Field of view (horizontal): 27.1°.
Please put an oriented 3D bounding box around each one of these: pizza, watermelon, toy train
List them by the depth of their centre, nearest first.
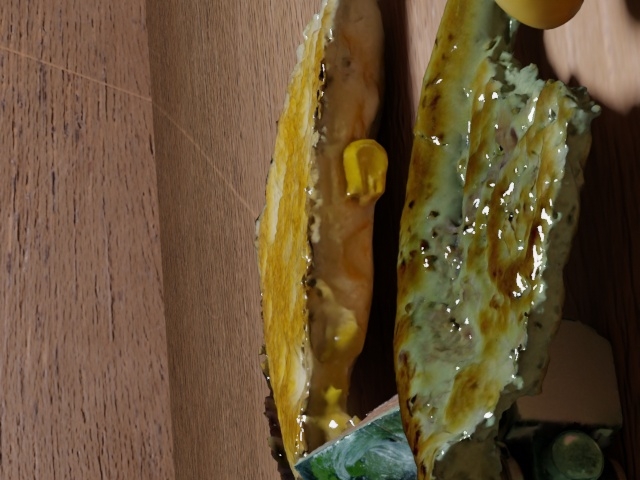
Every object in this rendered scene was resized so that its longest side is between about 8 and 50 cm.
[{"bbox_3d":[0.107,0.129,0.736,0.194,0.080,0.125,113,160,-57],"label":"toy train"},{"bbox_3d":[0.059,0.136,0.863,0.080,0.155,0.101,-111,-1,-80],"label":"watermelon"},{"bbox_3d":[-0.004,0.031,1.117,0.392,0.080,0.435,127,148,-74],"label":"pizza"}]

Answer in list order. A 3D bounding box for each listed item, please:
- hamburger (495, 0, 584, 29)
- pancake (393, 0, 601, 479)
[{"bbox_3d":[0.066,-0.224,0.554,0.303,0.186,0.261,95,-170,-45],"label":"hamburger"},{"bbox_3d":[0.081,-0.014,0.686,0.197,0.054,0.377,123,157,-49],"label":"pancake"}]
